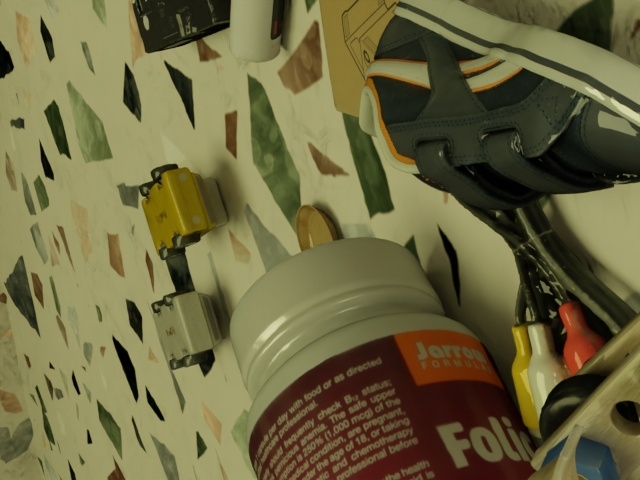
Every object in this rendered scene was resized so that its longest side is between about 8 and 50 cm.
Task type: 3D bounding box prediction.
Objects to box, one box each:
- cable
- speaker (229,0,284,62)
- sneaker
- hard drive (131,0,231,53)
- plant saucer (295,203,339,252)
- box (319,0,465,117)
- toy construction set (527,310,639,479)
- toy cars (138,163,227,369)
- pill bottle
[{"bbox_3d":[0.156,0.027,0.834,0.287,0.072,0.139,65,153,5],"label":"cable"},{"bbox_3d":[-0.062,-0.246,1.131,0.055,0.055,0.136,51,147,38],"label":"speaker"},{"bbox_3d":[0.131,-0.074,0.741,0.127,0.126,0.321,-63,29,8],"label":"sneaker"},{"bbox_3d":[-0.174,-0.391,1.256,0.237,0.064,0.339,0,106,63],"label":"hard drive"},{"bbox_3d":[0.000,0.000,1.208,0.083,0.015,0.083,42,141,46],"label":"plant saucer"},{"bbox_3d":[0.059,-0.175,0.972,0.201,0.021,0.164,27,130,55],"label":"box"},{"bbox_3d":[0.214,0.065,0.521,0.257,0.309,0.237,38,134,38],"label":"toy construction set"},{"bbox_3d":[-0.168,0.038,1.500,0.176,0.087,0.394,-125,27,-42],"label":"toy cars"},{"bbox_3d":[0.070,0.202,0.925,0.224,0.224,0.392,104,150,-48],"label":"pill bottle"}]
